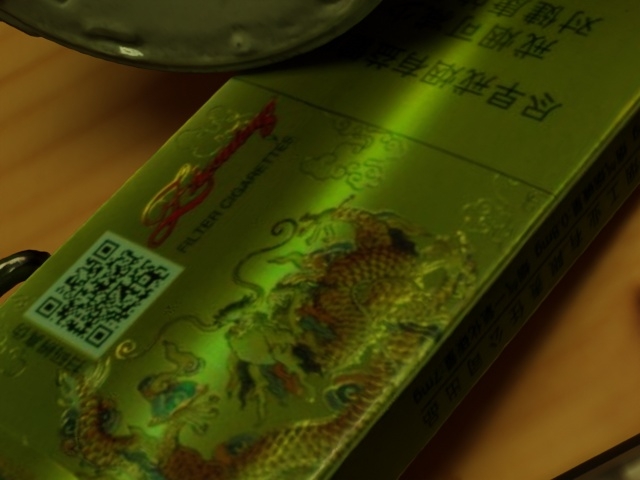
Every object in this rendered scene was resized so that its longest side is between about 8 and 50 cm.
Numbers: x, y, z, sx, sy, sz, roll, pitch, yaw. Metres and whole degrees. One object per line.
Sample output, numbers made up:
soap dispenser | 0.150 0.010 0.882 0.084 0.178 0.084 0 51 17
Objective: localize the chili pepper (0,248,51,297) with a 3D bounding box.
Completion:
chili pepper | -0.196 0.168 0.538 0.137 0.092 0.368 3 62 5

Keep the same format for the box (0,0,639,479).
box | 0.000 0.000 0.538 0.173 0.043 0.311 23 61 39

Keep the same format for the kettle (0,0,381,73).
kettle | -0.055 -0.266 0.654 0.361 0.250 0.376 -45 20 51
